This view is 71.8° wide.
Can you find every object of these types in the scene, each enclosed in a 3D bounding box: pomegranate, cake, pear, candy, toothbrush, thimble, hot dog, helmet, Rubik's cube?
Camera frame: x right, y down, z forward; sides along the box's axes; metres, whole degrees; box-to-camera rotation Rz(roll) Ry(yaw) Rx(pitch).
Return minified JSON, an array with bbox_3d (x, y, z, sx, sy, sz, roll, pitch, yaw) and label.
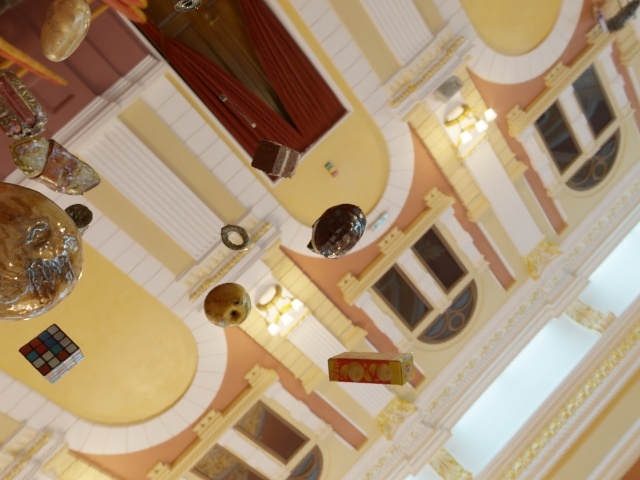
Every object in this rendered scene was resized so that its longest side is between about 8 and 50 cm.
[{"bbox_3d":[-0.705,0.028,0.997,0.322,0.322,0.322,-34,-155,18],"label":"pomegranate"},{"bbox_3d":[-0.175,-0.323,1.777,0.135,0.147,0.134,29,-80,35],"label":"cake"},{"bbox_3d":[-0.531,0.374,2.541,0.280,0.281,0.281,-34,-155,18],"label":"pear"},{"bbox_3d":[0.178,0.448,1.559,0.276,0.146,0.088,-7,-97,27],"label":"candy"},{"bbox_3d":[-0.246,-0.387,1.302,0.017,0.014,0.194,-48,-120,4],"label":"toothbrush"},{"bbox_3d":[-0.288,-0.011,1.499,0.084,0.110,0.062,-50,180,-1],"label":"thimble"},{"bbox_3d":[-0.727,-0.201,1.195,0.093,0.261,0.123,10,-110,24],"label":"hot dog"},{"bbox_3d":[0.083,-0.031,2.148,0.305,0.225,0.177,-42,-164,25],"label":"helmet"},{"bbox_3d":[-1.068,0.454,1.766,0.155,0.154,0.151,-44,171,-33],"label":"Rubik's cube"}]

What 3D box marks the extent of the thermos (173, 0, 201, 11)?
[{"bbox_3d":[-0.380,-0.720,1.170,0.083,0.188,0.073,-13,-170,36],"label":"thermos"}]

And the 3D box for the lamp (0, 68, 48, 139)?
[{"bbox_3d":[-1.187,-0.522,1.690,0.177,0.274,0.177,-23,-153,13],"label":"lamp"}]

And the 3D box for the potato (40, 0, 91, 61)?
[{"bbox_3d":[-0.852,-0.707,1.464,0.235,0.128,0.161,-63,-156,4],"label":"potato"}]

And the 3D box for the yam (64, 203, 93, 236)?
[{"bbox_3d":[-0.809,-0.040,1.423,0.183,0.107,0.107,-35,-157,36],"label":"yam"}]

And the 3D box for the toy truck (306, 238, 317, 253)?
[{"bbox_3d":[0.000,0.000,2.369,0.065,0.079,0.147,22,-106,49],"label":"toy truck"}]
